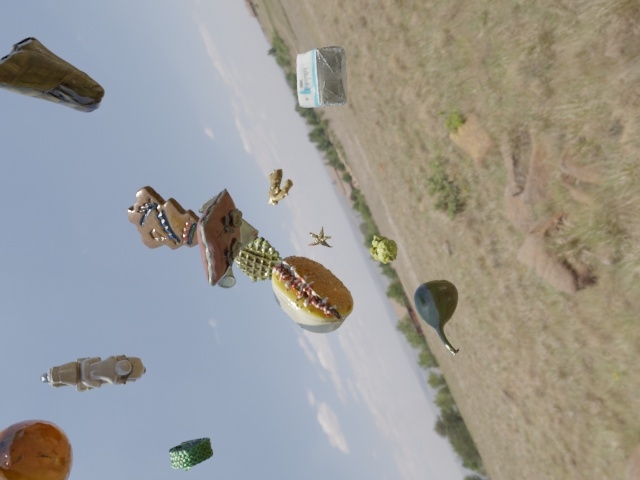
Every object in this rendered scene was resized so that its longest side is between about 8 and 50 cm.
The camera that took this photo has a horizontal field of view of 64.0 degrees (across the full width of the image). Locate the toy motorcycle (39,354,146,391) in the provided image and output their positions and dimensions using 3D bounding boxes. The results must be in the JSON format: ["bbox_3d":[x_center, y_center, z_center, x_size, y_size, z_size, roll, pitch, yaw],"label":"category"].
[{"bbox_3d":[-0.709,0.427,1.662,0.341,0.223,0.107,7,-111,-41],"label":"toy motorcycle"}]

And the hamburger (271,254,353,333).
[{"bbox_3d":[-0.025,0.165,1.669,0.295,0.227,0.151,36,125,32],"label":"hamburger"}]

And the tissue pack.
[{"bbox_3d":[0.000,-0.575,1.823,0.271,0.125,0.201,-140,47,-67],"label":"tissue pack"}]

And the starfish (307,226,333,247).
[{"bbox_3d":[0.000,0.000,1.683,0.092,0.086,0.016,38,-151,-12],"label":"starfish"}]

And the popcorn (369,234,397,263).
[{"bbox_3d":[0.163,0.019,1.291,0.060,0.068,0.083,17,-142,-43],"label":"popcorn"}]

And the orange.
[{"bbox_3d":[-0.850,0.647,1.483,0.246,0.246,0.246,-24,-90,-85],"label":"orange"}]

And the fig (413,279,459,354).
[{"bbox_3d":[0.401,0.262,1.729,0.151,0.152,0.259,53,-151,-70],"label":"fig"}]

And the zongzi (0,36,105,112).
[{"bbox_3d":[-0.828,-0.462,1.538,0.286,0.134,0.288,30,-150,-15],"label":"zongzi"}]

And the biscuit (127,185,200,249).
[{"bbox_3d":[-0.520,-0.058,1.760,0.043,0.302,0.278,-71,-11,-48],"label":"biscuit"}]

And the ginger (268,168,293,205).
[{"bbox_3d":[-0.183,-0.223,2.123,0.053,0.176,0.193,35,158,-30],"label":"ginger"}]

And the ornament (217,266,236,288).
[{"bbox_3d":[-0.319,0.078,1.698,0.074,0.081,0.156,105,157,-49],"label":"ornament"}]

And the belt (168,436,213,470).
[{"bbox_3d":[-0.413,0.687,1.635,0.121,0.152,0.079,-4,-103,-58],"label":"belt"}]

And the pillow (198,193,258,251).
[{"bbox_3d":[-0.344,-0.070,1.930,0.229,0.051,0.128,44,-132,-10],"label":"pillow"}]

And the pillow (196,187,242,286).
[{"bbox_3d":[-0.224,-0.006,1.180,0.171,0.075,0.179,-68,-20,-54],"label":"pillow"}]

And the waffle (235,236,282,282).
[{"bbox_3d":[-0.257,0.080,2.109,0.207,0.214,0.054,58,-149,-13],"label":"waffle"}]
